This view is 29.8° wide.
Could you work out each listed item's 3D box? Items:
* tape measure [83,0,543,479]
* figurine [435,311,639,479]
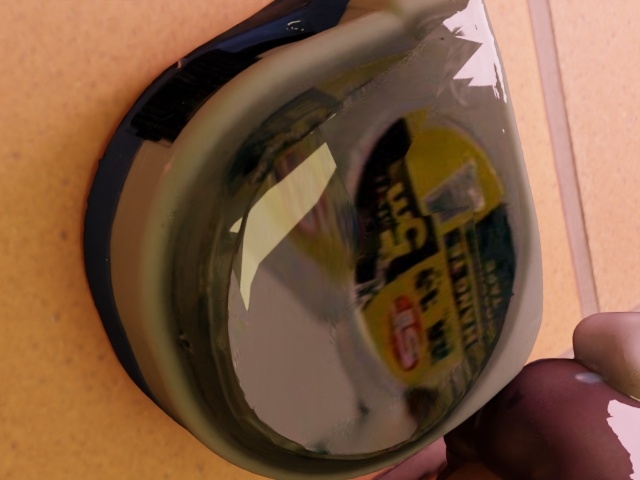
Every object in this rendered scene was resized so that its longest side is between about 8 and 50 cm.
[{"bbox_3d":[0.002,-0.001,0.686,0.262,0.138,0.259,-30,115,-29],"label":"tape measure"},{"bbox_3d":[0.073,0.205,0.760,0.365,0.206,0.218,-16,150,-8],"label":"figurine"}]
